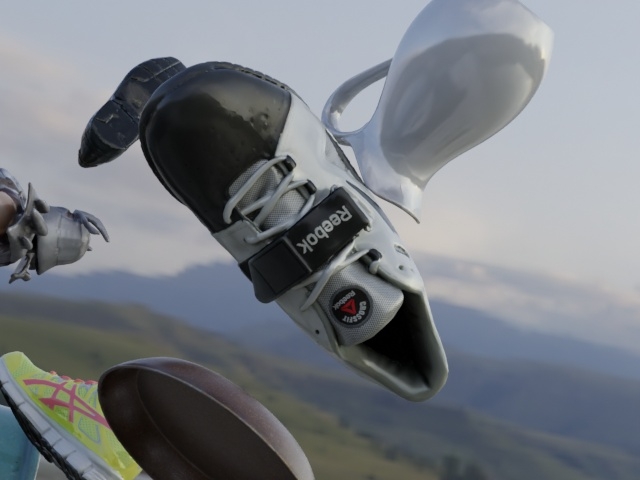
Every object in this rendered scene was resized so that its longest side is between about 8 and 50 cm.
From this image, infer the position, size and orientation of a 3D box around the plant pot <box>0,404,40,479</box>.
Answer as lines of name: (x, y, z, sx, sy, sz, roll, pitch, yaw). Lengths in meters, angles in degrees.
plant pot: (-0.514, 0.267, 1.948, 0.334, 0.341, 0.341, 26, -13, -18)

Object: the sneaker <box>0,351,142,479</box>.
sneaker: (-0.220, 0.159, 1.707, 0.208, 0.094, 0.081, 39, -21, 37)

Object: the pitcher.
pitcher: (0.098, -0.143, 1.672, 0.125, 0.207, 0.178, 31, 11, -45)

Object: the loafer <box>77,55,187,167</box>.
loafer: (-0.195, -0.133, 1.916, 0.062, 0.170, 0.061, 49, -43, -3)

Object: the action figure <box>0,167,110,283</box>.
action figure: (-0.276, -0.043, 1.235, 0.285, 0.099, 0.185, 17, -26, -4)

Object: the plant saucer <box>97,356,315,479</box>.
plant saucer: (-0.065, 0.130, 1.174, 0.168, 0.029, 0.168, 29, -32, 20)

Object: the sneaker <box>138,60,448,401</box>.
sneaker: (0.000, 0.000, 1.373, 0.330, 0.122, 0.146, 45, 3, -37)
